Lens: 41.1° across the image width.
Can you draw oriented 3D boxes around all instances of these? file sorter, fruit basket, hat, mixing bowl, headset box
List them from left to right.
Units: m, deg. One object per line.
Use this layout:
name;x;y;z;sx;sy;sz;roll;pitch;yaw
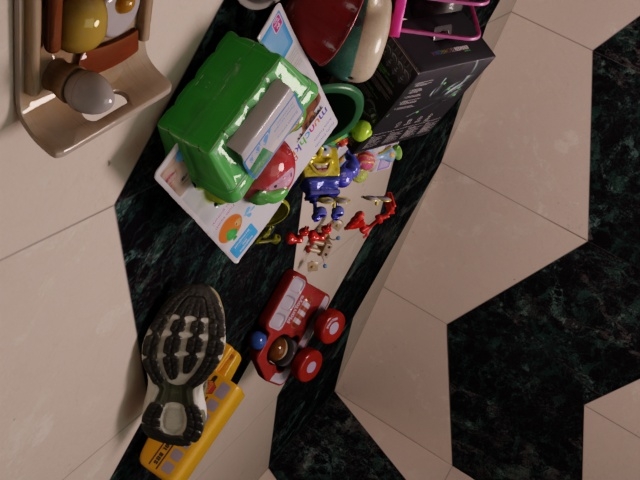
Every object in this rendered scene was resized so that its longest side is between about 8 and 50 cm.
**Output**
fruit basket;-0.094;-0.149;1.374;0.327;0.165;0.353;-55;149;-11
hat;-0.027;-0.292;1.614;0.173;0.184;0.208;-14;153;-13
mixing bowl;-0.006;-0.384;1.368;0.181;0.098;0.181;-53;-155;37
headset box;0.184;-0.329;1.753;0.246;0.131;0.283;-20;161;-38
file sorter;0.229;-0.537;1.548;0.202;0.182;0.291;-90;-173;-50

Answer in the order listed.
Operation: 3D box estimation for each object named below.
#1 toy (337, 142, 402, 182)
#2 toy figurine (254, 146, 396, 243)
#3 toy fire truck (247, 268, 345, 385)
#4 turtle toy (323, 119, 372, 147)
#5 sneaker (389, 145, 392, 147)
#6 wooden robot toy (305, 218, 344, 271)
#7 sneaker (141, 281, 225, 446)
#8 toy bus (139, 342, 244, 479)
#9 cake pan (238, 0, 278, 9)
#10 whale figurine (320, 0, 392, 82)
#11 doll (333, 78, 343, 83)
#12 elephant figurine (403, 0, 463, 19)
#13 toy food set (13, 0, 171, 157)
toy;0.109;-0.190;2.139;0.237;0.056;0.137;-22;147;-31
toy figurine;-0.042;-0.128;1.789;0.362;0.217;0.191;-4;156;-20
toy fire truck;-0.093;0.245;2.355;0.302;0.169;0.254;-59;142;-3
turtle toy;0.040;-0.224;1.710;0.066;0.130;0.095;51;52;-46
sneaker;0.154;-0.331;2.119;0.147;0.104;0.296;-41;154;-41
wooden robot toy;0.000;0.000;2.363;0.173;0.076;0.079;-65;-160;20
sneaker;-0.284;0.225;1.736;0.182;0.158;0.410;-94;-162;-54
toy bus;-0.287;0.400;1.987;0.333;0.130;0.108;-55;166;-18
cake pan;-0.058;-0.466;1.177;0.293;0.054;0.293;-54;165;-21
whale figurine;0.056;-0.428;1.556;0.216;0.141;0.272;130;-31;-82
doll;0.021;-0.269;1.871;0.129;0.046;0.189;-21;139;-56
elephant figurine;0.245;-0.563;1.760;0.239;0.186;0.169;120;-28;-62
toy food set;-0.223;-0.259;0.940;0.220;0.092;0.306;-45;160;-45
